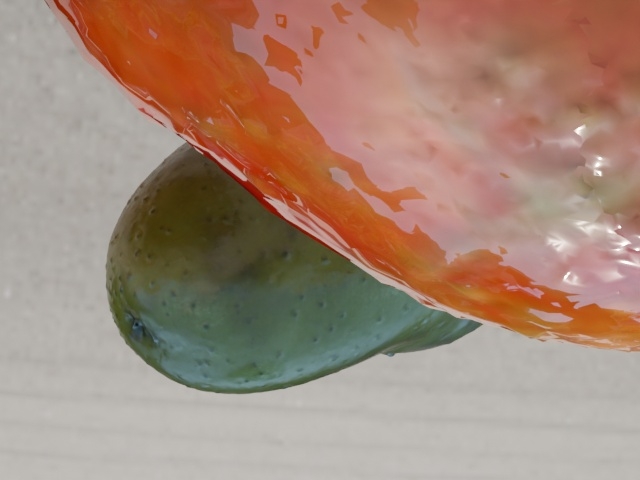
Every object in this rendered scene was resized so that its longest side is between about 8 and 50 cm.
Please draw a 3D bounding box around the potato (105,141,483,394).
[{"bbox_3d":[0.000,0.000,0.997,0.248,0.169,0.143,-21,124,-32],"label":"potato"}]

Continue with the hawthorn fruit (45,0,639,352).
[{"bbox_3d":[0.065,-0.107,0.423,0.275,0.300,0.275,-20,137,-20],"label":"hawthorn fruit"}]
